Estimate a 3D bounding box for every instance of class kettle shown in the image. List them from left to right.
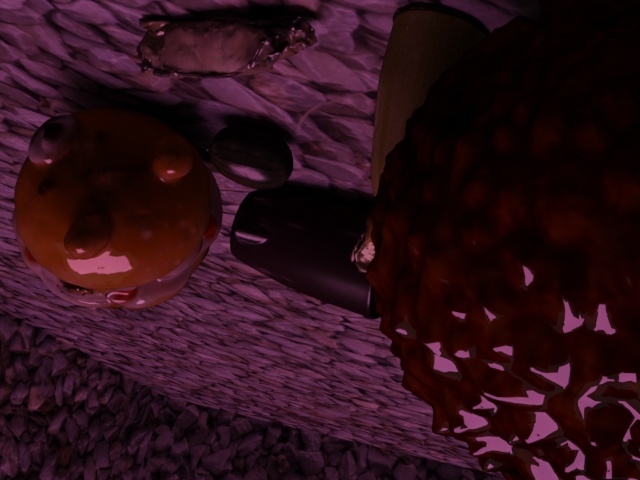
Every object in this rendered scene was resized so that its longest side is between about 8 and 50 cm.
[{"bbox_3d":[0.000,0.000,1.677,0.232,0.144,0.202,19,-164,18],"label":"kettle"}]

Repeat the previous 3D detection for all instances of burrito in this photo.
[{"bbox_3d":[-0.101,-0.198,1.220,0.230,0.063,0.058,7,133,36],"label":"burrito"}]

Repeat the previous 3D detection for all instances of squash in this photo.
[{"bbox_3d":[0.091,-0.093,1.089,0.094,0.224,0.094,11,167,3],"label":"squash"}]

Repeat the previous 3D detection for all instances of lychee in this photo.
[{"bbox_3d":[0.238,-0.007,0.902,0.425,0.425,0.499,-3,118,50],"label":"lychee"}]

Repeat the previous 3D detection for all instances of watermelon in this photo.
[{"bbox_3d":[-0.087,-0.104,1.484,0.111,0.078,0.078,20,164,-3],"label":"watermelon"}]

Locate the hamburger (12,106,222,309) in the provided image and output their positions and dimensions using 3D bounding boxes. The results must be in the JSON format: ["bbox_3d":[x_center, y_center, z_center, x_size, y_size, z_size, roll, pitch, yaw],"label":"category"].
[{"bbox_3d":[-0.267,-0.047,1.542,0.276,0.276,0.237,18,166,-1],"label":"hamburger"}]

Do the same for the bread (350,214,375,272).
[{"bbox_3d":[0.145,-0.059,1.289,0.174,0.133,0.251,16,121,1],"label":"bread"}]
